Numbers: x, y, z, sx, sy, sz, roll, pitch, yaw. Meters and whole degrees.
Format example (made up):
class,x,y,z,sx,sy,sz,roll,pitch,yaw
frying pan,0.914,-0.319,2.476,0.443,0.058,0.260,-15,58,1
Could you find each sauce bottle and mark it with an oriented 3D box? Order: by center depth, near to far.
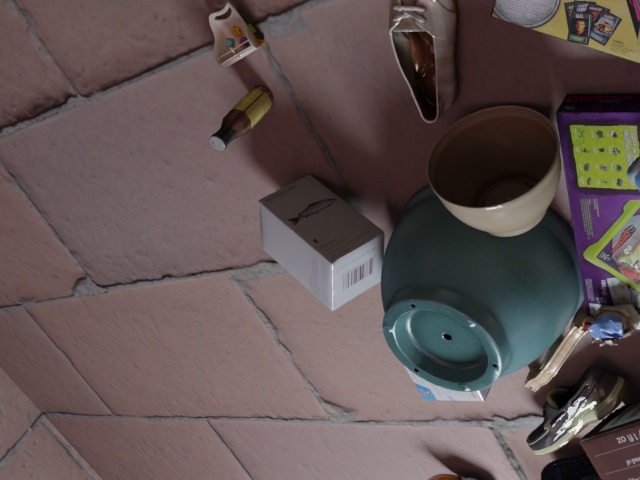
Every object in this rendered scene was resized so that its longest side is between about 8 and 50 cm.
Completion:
class,x,y,z,sx,sy,sz,roll,pitch,yaw
sauce bottle,-0.116,-0.176,1.211,0.042,0.128,0.042,22,139,21

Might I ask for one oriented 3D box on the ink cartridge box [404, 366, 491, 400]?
class,x,y,z,sx,sy,sz,roll,pitch,yaw
ink cartridge box,0.218,0.224,1.415,0.123,0.052,0.088,-7,124,43

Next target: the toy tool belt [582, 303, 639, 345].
class,x,y,z,sx,sy,sz,roll,pitch,yaw
toy tool belt,0.382,0.116,1.116,0.083,0.051,0.052,-22,114,47

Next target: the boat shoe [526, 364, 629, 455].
class,x,y,z,sx,sy,sz,roll,pitch,yaw
boat shoe,0.387,0.261,1.309,0.073,0.080,0.223,40,136,5

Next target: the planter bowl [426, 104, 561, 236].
class,x,y,z,sx,sy,sz,roll,pitch,yaw
planter bowl,0.226,-0.073,1.045,0.162,0.162,0.109,7,149,32

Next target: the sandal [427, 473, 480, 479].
class,x,y,z,sx,sy,sz,roll,pitch,yaw
sandal,0.326,0.511,1.591,0.265,0.102,0.076,25,139,2

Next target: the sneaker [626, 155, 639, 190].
class,x,y,z,sx,sy,sz,roll,pitch,yaw
sneaker,0.433,-0.016,0.934,0.237,0.085,0.086,47,167,-17

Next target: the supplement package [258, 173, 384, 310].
class,x,y,z,sx,sy,sz,roll,pitch,yaw
supplement package,0.000,0.000,1.270,0.179,0.105,0.105,40,147,35

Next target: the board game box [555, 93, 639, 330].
class,x,y,z,sx,sy,sz,roll,pitch,yaw
board game box,0.418,-0.021,1.028,0.208,0.056,0.346,10,134,36

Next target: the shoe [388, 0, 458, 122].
class,x,y,z,sx,sy,sz,roll,pitch,yaw
shoe,0.127,-0.243,1.015,0.077,0.058,0.219,8,133,32

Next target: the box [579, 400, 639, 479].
class,x,y,z,sx,sy,sz,roll,pitch,yaw
box,0.553,0.398,1.156,0.381,0.143,0.191,60,142,10

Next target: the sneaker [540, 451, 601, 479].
class,x,y,z,sx,sy,sz,roll,pitch,yaw
sneaker,0.472,0.383,1.384,0.082,0.069,0.209,23,144,-38

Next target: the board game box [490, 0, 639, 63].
class,x,y,z,sx,sy,sz,roll,pitch,yaw
board game box,0.311,-0.274,0.859,0.243,0.042,0.165,24,139,17

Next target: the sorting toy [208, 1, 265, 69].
class,x,y,z,sx,sy,sz,roll,pitch,yaw
sorting toy,-0.123,-0.293,1.173,0.083,0.045,0.075,-17,110,46

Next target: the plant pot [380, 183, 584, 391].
class,x,y,z,sx,sy,sz,roll,pitch,yaw
plant pot,0.204,0.085,1.174,0.293,0.196,0.293,20,138,20

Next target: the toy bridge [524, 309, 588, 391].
class,x,y,z,sx,sy,sz,roll,pitch,yaw
toy bridge,0.352,0.177,1.259,0.026,0.063,0.188,30,141,9
